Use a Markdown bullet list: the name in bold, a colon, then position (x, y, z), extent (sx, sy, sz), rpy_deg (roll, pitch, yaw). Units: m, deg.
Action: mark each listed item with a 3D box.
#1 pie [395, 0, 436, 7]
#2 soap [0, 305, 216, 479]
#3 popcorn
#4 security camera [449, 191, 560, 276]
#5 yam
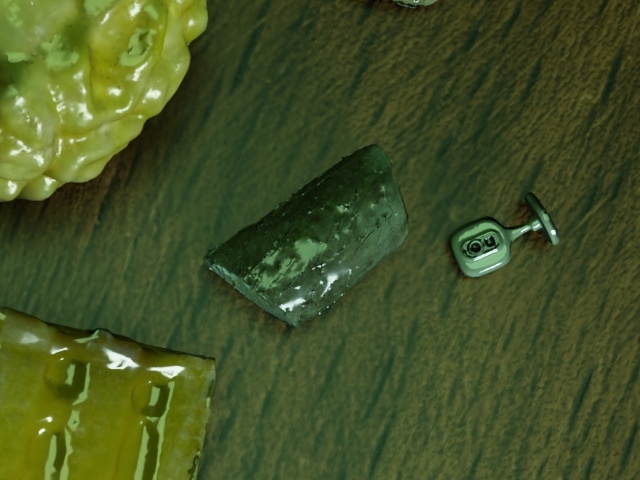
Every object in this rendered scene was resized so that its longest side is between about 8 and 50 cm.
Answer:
- **pie**: position (0.087, -0.309, 1.312), extent (0.163, 0.079, 0.193), rpy_deg (38, 82, 7)
- **soap**: position (-0.253, 0.223, 1.108), extent (0.293, 0.156, 0.335), rpy_deg (14, 80, -30)
- **popcorn**: position (-0.267, -0.210, 1.132), extent (0.349, 0.382, 0.349), rpy_deg (-3, 77, 12)
- **security camera**: position (0.164, -0.001, 1.284), extent (0.092, 0.058, 0.058), rpy_deg (-29, 85, -1)
- **yam**: position (0.000, 0.000, 1.244), extent (0.183, 0.107, 0.107), rpy_deg (-38, 86, -11)
